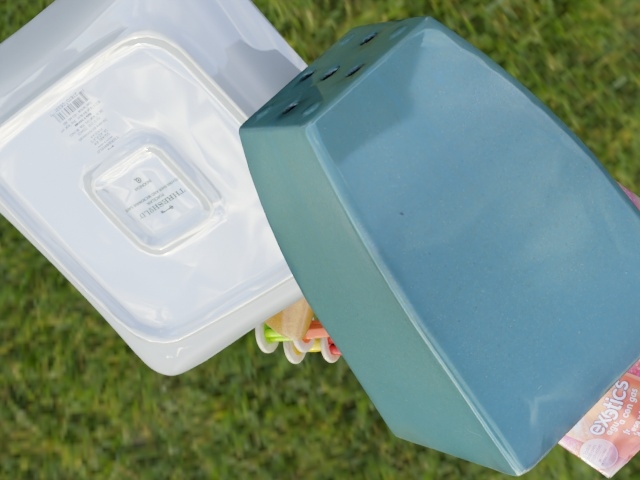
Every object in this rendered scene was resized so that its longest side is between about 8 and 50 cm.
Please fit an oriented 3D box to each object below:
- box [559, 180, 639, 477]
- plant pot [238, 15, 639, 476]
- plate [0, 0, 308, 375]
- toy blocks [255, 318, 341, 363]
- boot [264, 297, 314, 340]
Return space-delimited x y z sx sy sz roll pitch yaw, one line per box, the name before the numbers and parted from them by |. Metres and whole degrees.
box | 0.282 0.073 1.704 0.154 0.300 0.142 34 120 -8
plant pot | 0.072 -0.010 1.016 0.165 0.166 0.234 -43 109 -17
plate | -0.108 -0.041 1.144 0.277 0.045 0.278 -30 111 33
toy blocks | 0.015 0.112 1.993 0.148 0.054 0.123 -4 164 27
boot | -0.001 0.000 1.539 0.104 0.295 0.211 3 111 -19
